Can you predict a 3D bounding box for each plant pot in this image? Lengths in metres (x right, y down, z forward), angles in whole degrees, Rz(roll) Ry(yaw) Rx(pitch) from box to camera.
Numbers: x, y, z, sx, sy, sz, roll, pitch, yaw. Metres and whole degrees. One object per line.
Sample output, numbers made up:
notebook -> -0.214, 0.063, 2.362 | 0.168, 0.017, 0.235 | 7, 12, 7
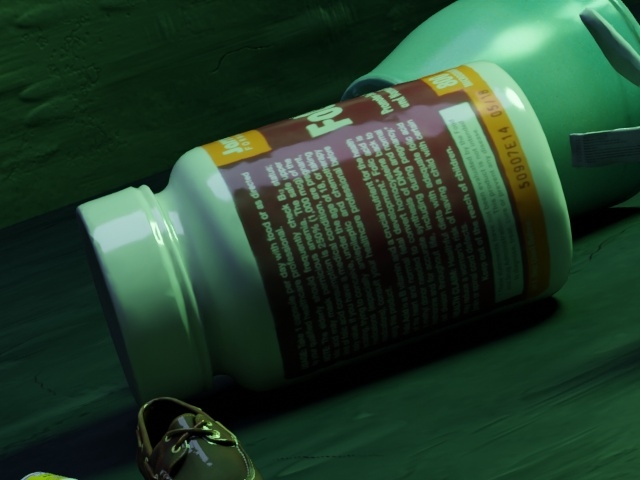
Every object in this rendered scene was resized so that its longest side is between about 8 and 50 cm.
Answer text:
plant pot -> 0.164, -0.121, 1.989 | 0.255, 0.272, 0.271 | -24, 12, -34

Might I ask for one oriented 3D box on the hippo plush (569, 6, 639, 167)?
hippo plush -> 0.358, -0.033, 1.544 | 0.294, 0.234, 0.236 | 2, -16, 17

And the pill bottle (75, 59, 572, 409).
pill bottle -> 0.000, 0.000, 1.717 | 0.392, 0.224, 0.224 | -18, 10, -10

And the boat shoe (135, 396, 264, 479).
boat shoe -> -0.095, 0.162, 1.427 | 0.073, 0.073, 0.207 | -19, 11, -19

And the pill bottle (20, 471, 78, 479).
pill bottle -> -0.196, 0.198, 1.468 | 0.043, 0.043, 0.083 | -22, 12, -31
